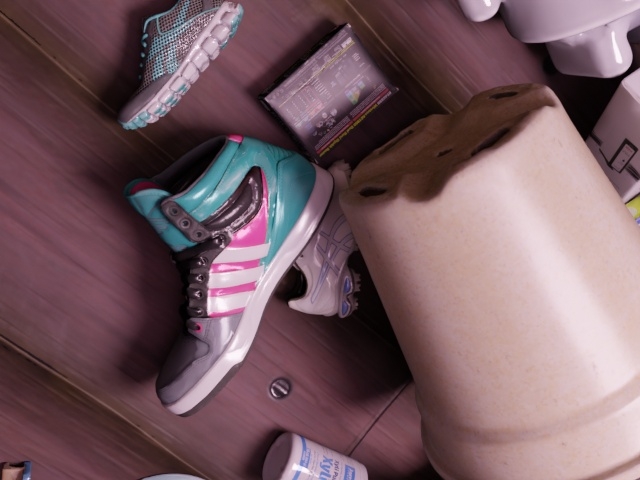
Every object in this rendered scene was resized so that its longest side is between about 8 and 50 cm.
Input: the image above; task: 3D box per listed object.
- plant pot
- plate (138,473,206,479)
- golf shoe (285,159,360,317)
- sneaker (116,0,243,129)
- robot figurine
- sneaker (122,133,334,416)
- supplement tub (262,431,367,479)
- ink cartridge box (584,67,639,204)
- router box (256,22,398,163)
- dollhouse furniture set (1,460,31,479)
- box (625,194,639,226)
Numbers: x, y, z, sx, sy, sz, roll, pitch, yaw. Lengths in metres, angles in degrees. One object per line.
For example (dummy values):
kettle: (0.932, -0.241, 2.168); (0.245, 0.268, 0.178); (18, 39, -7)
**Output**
plant pot: (0.186, 0.027, 0.760); (0.334, 0.334, 0.305); (-34, 108, -9)
plate: (-0.179, 0.358, 0.877); (0.188, 0.024, 0.188); (-4, 104, -17)
golf shoe: (0.000, 0.000, 0.835); (0.086, 0.069, 0.176); (0, 101, -12)
sneaker: (-0.152, -0.184, 0.753); (0.076, 0.065, 0.166); (39, 85, -5)
robot figurine: (0.244, -0.341, 0.764); (0.300, 0.200, 0.353); (-31, 110, -8)
sneaker: (-0.127, 0.016, 0.761); (0.178, 0.124, 0.295); (32, 83, -27)
supplement tub: (-0.007, 0.273, 0.889); (0.107, 0.071, 0.071); (28, 92, -21)
ink cartridge box: (0.385, -0.136, 0.851); (0.148, 0.203, 0.086); (-33, 72, -9)
router box: (0.008, -0.156, 0.815); (0.122, 0.038, 0.092); (-42, 111, -5)
dollhouse furniture set: (-0.308, 0.316, 0.768); (0.129, 0.129, 0.183); (5, 101, -19)
box: (0.383, 0.014, 0.936); (0.109, 0.042, 0.178); (-33, 137, -9)
